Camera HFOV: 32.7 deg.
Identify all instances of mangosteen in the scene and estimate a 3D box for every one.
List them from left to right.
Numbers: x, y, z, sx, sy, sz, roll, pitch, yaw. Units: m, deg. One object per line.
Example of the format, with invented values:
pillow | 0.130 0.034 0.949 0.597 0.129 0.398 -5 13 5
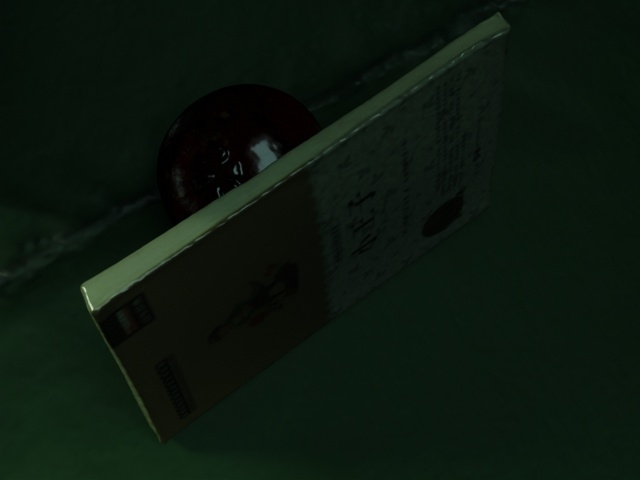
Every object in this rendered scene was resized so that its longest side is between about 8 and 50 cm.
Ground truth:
mangosteen | -0.033 -0.030 0.486 0.081 0.081 0.080 2 82 -14

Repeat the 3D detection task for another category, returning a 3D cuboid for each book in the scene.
book | 0.000 0.000 0.459 0.199 0.138 0.016 -35 64 -16
